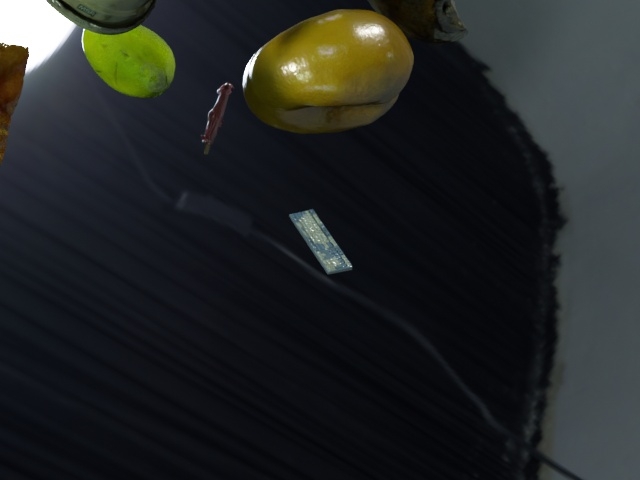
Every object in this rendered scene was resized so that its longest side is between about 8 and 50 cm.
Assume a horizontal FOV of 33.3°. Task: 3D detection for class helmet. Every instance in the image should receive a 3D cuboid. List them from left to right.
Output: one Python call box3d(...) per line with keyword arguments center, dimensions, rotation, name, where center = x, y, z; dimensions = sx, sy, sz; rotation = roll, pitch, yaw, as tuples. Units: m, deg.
box3d(center=(-0.248, -0.383, 1.273), dimensions=(0.137, 0.204, 0.257), rotation=(-35, 48, 34), name="helmet")

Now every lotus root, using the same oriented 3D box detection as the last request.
box3d(center=(0.115, -0.452, 1.704), dimensions=(0.142, 0.210, 0.314), rotation=(-26, 55, 13), name="lotus root")

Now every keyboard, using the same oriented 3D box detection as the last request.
box3d(center=(0.000, 0.001, 2.091), dimensions=(0.176, 0.055, 0.014), rotation=(56, 148, 39), name="keyboard")

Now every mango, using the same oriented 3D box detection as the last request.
box3d(center=(-0.299, -0.286, 1.654), dimensions=(0.117, 0.163, 0.089), rotation=(-20, 46, 40), name="mango")

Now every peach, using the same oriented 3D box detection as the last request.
box3d(center=(0.010, -0.242, 1.563), dimensions=(0.251, 0.251, 0.153), rotation=(-30, 76, 44), name="peach")

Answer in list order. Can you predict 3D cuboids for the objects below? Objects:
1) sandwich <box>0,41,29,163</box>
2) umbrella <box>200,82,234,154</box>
box3d(center=(-0.471, -0.112, 1.282), dimensions=(0.325, 0.131, 0.262), rotation=(2, 78, 62), name="sandwich")
box3d(center=(-0.166, -0.193, 1.690), dimensions=(0.165, 0.027, 0.025), rotation=(118, 155, -50), name="umbrella")
